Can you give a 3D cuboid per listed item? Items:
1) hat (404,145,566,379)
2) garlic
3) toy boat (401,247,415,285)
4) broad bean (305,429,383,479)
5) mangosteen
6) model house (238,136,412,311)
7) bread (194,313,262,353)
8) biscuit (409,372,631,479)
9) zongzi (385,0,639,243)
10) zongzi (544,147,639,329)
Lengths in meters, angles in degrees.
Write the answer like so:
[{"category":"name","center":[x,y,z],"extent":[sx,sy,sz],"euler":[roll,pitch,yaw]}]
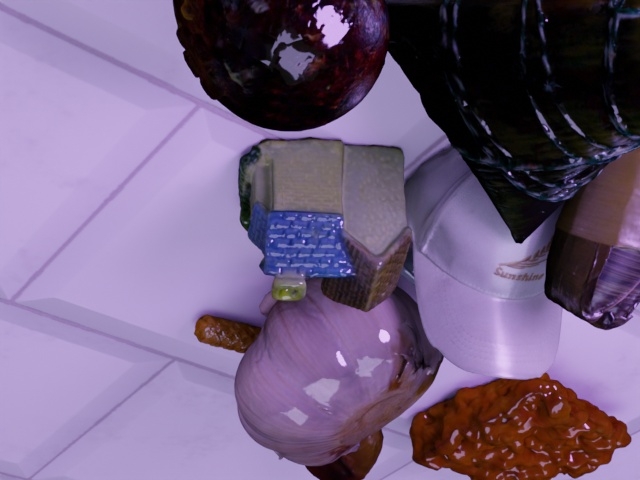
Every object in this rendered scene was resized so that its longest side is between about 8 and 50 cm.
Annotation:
[{"category":"hat","center":[0.240,0.025,1.457],"extent":[0.258,0.301,0.168],"euler":[4,165,-13]},{"category":"garlic","center":[0.021,0.185,1.646],"extent":[0.322,0.241,0.322],"euler":[-8,131,-9]},{"category":"toy boat","center":[0.184,0.081,1.657],"extent":[0.085,0.078,0.260],"euler":[-40,134,17]},{"category":"broad bean","center":[0.027,0.325,1.926],"extent":[0.156,0.122,0.228],"euler":[13,140,18]},{"category":"mangosteen","center":[-0.007,-0.245,1.128],"extent":[0.289,0.231,0.231],"euler":[-38,139,-3]},{"category":"model house","center":[0.000,0.000,1.446],"extent":[0.214,0.189,0.195],"euler":[4,139,-12]},{"category":"bread","center":[-0.119,0.149,1.740],"extent":[0.157,0.044,0.052],"euler":[17,143,-25]},{"category":"biscuit","center":[0.343,0.344,1.992],"extent":[0.318,0.110,0.312],"euler":[-31,137,30]},{"category":"zongzi","center":[0.264,-0.136,1.239],"extent":[0.384,0.319,0.362],"euler":[-6,131,31]},{"category":"zongzi","center":[0.436,-0.027,1.410],"extent":[0.318,0.154,0.289],"euler":[10,104,-31]}]
